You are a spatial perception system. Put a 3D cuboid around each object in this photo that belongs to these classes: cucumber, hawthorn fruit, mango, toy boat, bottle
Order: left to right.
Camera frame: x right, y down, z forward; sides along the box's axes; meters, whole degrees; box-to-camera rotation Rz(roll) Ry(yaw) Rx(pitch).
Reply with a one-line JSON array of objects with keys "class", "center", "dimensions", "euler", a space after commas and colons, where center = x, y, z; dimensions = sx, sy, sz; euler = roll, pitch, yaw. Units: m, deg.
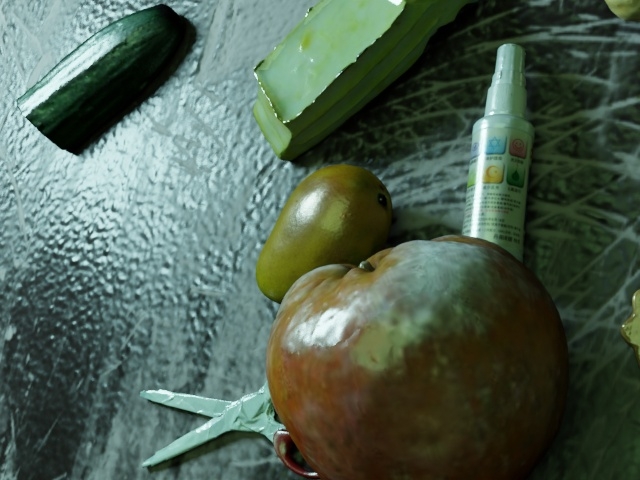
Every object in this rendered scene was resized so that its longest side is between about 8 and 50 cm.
[{"class": "cucumber", "center": [-0.283, -0.223, 0.998], "dimensions": [0.244, 0.063, 0.115], "euler": [-37, 62, 12]}, {"class": "mango", "center": [0.004, 0.001, 0.768], "dimensions": [0.111, 0.089, 0.163], "euler": [38, 104, 42]}, {"class": "toy boat", "center": [0.033, -0.204, 0.814], "dimensions": [0.276, 0.084, 0.111], "euler": [-37, 60, 14]}, {"class": "hawthorn fruit", "center": [0.069, 0.112, 0.621], "dimensions": [0.231, 0.235, 0.263], "euler": [6, 111, -10]}, {"class": "bottle", "center": [0.167, -0.078, 0.720], "dimensions": [0.060, 0.060, 0.217], "euler": [2, 77, 28]}]

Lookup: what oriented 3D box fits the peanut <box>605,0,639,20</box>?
[{"class": "peanut", "center": [0.325, -0.314, 0.682], "dimensions": [0.117, 0.101, 0.263], "euler": [33, 94, 30]}]

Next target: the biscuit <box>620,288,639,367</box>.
[{"class": "biscuit", "center": [0.337, 0.082, 0.603], "dimensions": [0.184, 0.027, 0.133], "euler": [-20, 68, 23]}]

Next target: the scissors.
[{"class": "scissors", "center": [-0.087, 0.179, 0.801], "dimensions": [0.247, 0.017, 0.144], "euler": [-14, 68, 25]}]
